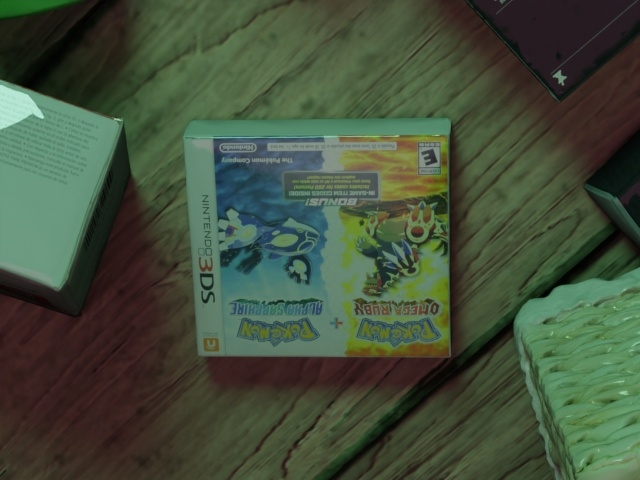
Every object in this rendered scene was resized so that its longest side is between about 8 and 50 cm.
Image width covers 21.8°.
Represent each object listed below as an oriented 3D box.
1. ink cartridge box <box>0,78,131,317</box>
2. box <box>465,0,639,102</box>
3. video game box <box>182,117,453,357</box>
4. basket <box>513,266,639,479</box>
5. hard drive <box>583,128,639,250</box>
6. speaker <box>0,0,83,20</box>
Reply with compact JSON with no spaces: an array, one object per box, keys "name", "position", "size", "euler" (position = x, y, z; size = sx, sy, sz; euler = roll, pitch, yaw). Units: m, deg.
[{"name":"ink cartridge box","position":[-0.306,-0.056,1.223],"size":[0.309,0.272,0.130],"euler":[19,81,-3]},{"name":"box","position":[0.202,-0.254,1.140],"size":[0.261,0.103,0.184],"euler":[-40,100,17]},{"name":"video game box","position":[0.000,0.000,1.287],"size":[0.205,0.048,0.187],"euler":[-1,113,6]},{"name":"basket","position":[0.335,0.186,1.143],"size":[0.331,0.266,0.328],"euler":[-17,107,8]},{"name":"hard drive","position":[0.343,-0.006,1.248],"size":[0.255,0.054,0.172],"euler":[40,109,-10]},{"name":"speaker","position":[-0.230,-0.309,1.146],"size":[0.131,0.131,0.296],"euler":[-9,110,9]}]
